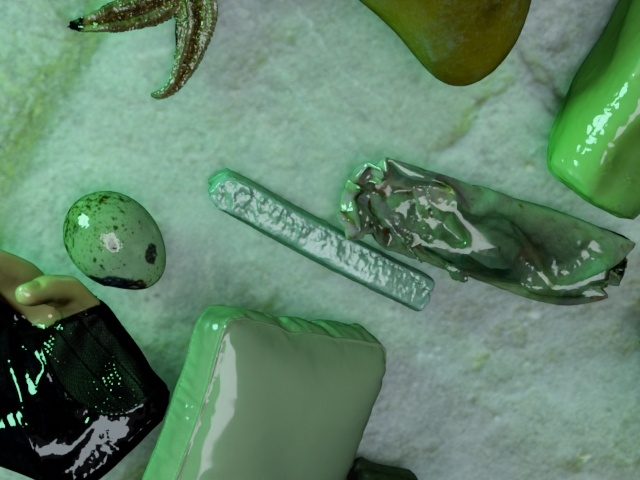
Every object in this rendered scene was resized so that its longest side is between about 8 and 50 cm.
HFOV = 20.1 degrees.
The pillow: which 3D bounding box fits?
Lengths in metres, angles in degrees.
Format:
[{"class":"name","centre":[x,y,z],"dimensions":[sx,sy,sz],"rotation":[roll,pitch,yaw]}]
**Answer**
[{"class":"pillow","centre":[-0.071,0.222,1.709],"dimensions":[0.255,0.120,0.322],"rotation":[11,103,-50]}]

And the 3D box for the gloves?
[{"class":"gloves","centre":[-0.290,0.106,1.672],"dimensions":[0.197,0.152,0.301],"rotation":[-44,104,-7]}]

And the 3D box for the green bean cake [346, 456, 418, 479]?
[{"class":"green bean cake","centre":[0.057,0.322,1.746],"dimensions":[0.094,0.185,0.183],"rotation":[11,100,-16]}]

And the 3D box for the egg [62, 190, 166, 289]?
[{"class":"egg","centre":[-0.193,0.003,1.700],"dimensions":[0.085,0.085,0.110],"rotation":[-39,115,0]}]

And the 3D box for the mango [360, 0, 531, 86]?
[{"class":"mango","centre":[0.075,-0.314,1.622],"dimensions":[0.221,0.199,0.384],"rotation":[-40,111,-34]}]

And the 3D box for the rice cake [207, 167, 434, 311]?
[{"class":"rice cake","centre":[0.000,0.000,1.747],"dimensions":[0.245,0.045,0.042],"rotation":[29,96,-12]}]

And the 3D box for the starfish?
[{"class":"starfish","centre":[-0.125,-0.246,1.680],"dimensions":[0.238,0.057,0.213],"rotation":[-13,106,-5]}]

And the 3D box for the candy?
[{"class":"candy","centre":[0.336,-0.188,1.715],"dimensions":[0.132,0.142,0.343],"rotation":[25,97,-25]}]

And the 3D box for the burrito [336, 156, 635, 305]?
[{"class":"burrito","centre":[0.163,-0.003,1.761],"dimensions":[0.309,0.066,0.096],"rotation":[16,95,-14]}]
